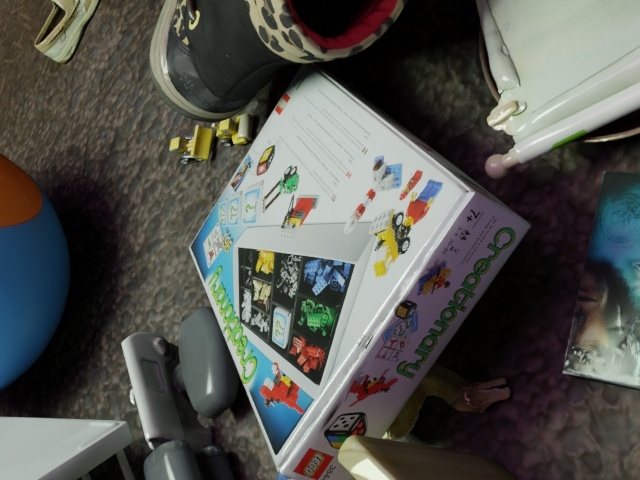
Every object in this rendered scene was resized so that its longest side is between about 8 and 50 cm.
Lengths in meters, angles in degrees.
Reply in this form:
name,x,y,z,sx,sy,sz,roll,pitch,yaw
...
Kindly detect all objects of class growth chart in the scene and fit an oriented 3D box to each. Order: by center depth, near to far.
name,x,y,z,sx,sy,sz,roll,pitch,yaw
growth chart,0.164,-0.172,0.547,0.172,0.021,0.237,-21,61,37

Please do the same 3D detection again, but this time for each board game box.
name,x,y,z,sx,sy,sz,roll,pitch,yaw
board game box,0.228,0.029,0.460,0.186,0.026,0.126,6,79,45
board game box,0.000,0.000,0.607,0.193,0.053,0.305,-57,28,12

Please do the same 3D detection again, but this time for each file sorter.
name,x,y,z,sx,sy,sz,roll,pitch,yaw
file sorter,-0.285,0.267,0.720,0.277,0.193,0.173,-9,103,42

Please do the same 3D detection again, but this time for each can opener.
name,x,y,z,sx,sy,sz,roll,pitch,yaw
can opener,-0.092,0.175,0.675,0.093,0.074,0.280,-39,52,25

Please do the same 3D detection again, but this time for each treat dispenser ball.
name,x,y,z,sx,sy,sz,roll,pitch,yaw
treat dispenser ball,-0.398,0.031,0.867,0.288,0.288,0.288,-17,63,39

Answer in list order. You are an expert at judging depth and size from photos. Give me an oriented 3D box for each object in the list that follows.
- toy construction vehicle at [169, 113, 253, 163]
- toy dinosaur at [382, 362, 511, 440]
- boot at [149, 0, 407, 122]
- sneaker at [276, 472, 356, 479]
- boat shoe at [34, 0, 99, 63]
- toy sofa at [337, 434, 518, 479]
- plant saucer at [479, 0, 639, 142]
name,x,y,z,sx,sy,sz,roll,pitch,yaw
toy construction vehicle,-0.104,-0.121,0.825,0.098,0.035,0.086,-3,73,43
toy dinosaur,0.037,0.092,0.599,0.183,0.053,0.093,-18,64,38
boot,-0.012,-0.280,0.659,0.284,0.138,0.377,9,79,66
sneaker,0.014,0.167,0.595,0.135,0.052,0.058,-20,57,37
boat shoe,-0.309,-0.287,1.075,0.050,0.045,0.135,23,91,46
toy sofa,0.030,0.300,0.459,0.177,0.150,0.363,36,100,46
plant saucer,0.194,-0.150,0.552,0.198,0.036,0.199,-17,63,38
